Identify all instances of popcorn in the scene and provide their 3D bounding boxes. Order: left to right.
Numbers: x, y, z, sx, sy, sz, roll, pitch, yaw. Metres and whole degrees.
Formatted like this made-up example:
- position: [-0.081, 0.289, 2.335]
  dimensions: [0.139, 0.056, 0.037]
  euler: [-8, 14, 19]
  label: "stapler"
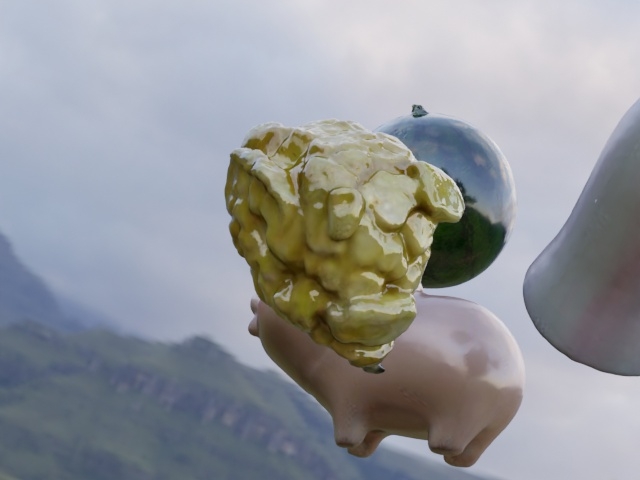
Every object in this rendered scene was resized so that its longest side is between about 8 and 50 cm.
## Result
- position: [0.008, -0.013, 1.106]
  dimensions: [0.140, 0.194, 0.163]
  euler: [7, -45, -30]
  label: "popcorn"

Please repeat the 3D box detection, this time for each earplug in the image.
- position: [0.306, -0.039, 1.401]
  dimensions: [0.172, 0.172, 0.301]
  euler: [19, -47, 5]
  label: "earplug"

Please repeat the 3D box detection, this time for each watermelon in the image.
- position: [0.149, -0.055, 2.089]
  dimensions: [0.242, 0.242, 0.242]
  euler: [19, -17, 6]
  label: "watermelon"

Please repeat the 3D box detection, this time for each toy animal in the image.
- position: [0.074, 0.110, 1.752]
  dimensions: [0.326, 0.269, 0.237]
  euler: [9, -21, 14]
  label: "toy animal"
